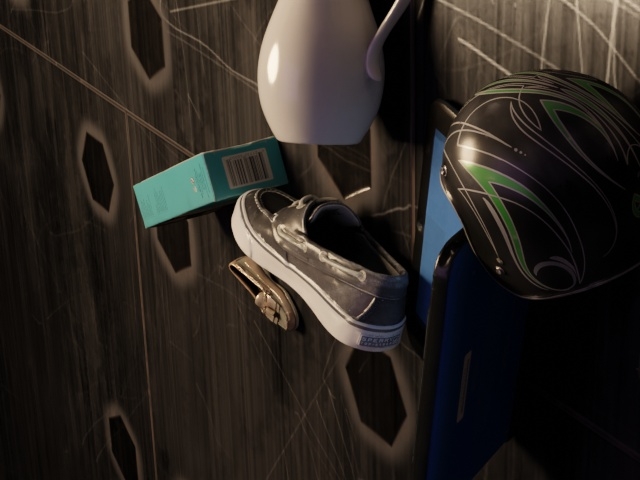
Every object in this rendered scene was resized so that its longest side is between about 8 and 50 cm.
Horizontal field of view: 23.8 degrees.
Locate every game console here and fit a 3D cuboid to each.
[{"bbox_3d":[0.100,0.059,1.384,0.173,0.250,0.293,21,126,27],"label":"game console"}]

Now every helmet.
[{"bbox_3d":[0.179,-0.053,1.173,0.169,0.169,0.161,2,122,62],"label":"helmet"}]

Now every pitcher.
[{"bbox_3d":[0.020,-0.196,1.475,0.178,0.125,0.207,11,102,45],"label":"pitcher"}]

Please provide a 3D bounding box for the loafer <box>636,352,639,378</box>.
[{"bbox_3d":[0.278,0.030,1.106,0.096,0.084,0.267,58,148,31],"label":"loafer"}]

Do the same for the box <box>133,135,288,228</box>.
[{"bbox_3d":[-0.138,-0.068,1.847,0.244,0.100,0.060,-16,89,64],"label":"box"}]

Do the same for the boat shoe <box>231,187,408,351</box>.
[{"bbox_3d":[0.000,0.000,1.611,0.301,0.108,0.102,47,132,51],"label":"boat shoe"}]

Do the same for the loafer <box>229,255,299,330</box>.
[{"bbox_3d":[-0.070,0.066,1.850,0.125,0.039,0.045,54,146,36],"label":"loafer"}]
